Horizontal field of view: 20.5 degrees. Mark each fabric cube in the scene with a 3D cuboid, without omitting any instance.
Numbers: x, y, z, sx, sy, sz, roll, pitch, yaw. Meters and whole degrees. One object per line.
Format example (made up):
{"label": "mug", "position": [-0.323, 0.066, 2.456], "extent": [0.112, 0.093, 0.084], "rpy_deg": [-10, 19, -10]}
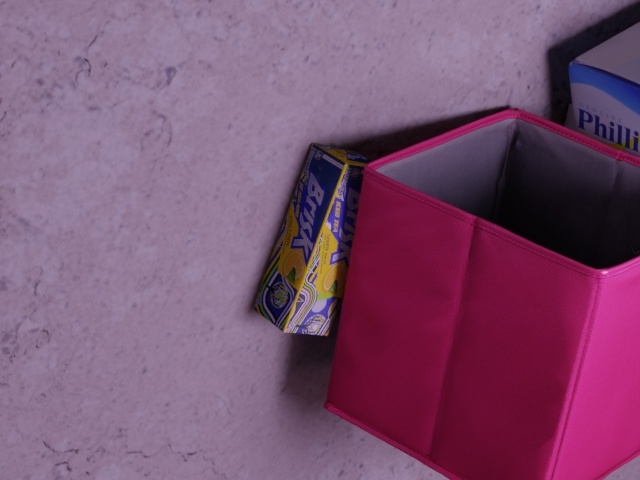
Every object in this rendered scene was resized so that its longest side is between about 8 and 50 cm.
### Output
{"label": "fabric cube", "position": [0.190, 0.061, 1.632], "extent": [0.254, 0.259, 0.258], "rpy_deg": [-22, 129, -48]}

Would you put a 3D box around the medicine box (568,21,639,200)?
{"label": "medicine box", "position": [0.405, -0.088, 1.782], "extent": [0.263, 0.149, 0.289], "rpy_deg": [-29, 125, -26]}

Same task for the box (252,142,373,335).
{"label": "box", "position": [0.000, 0.000, 1.620], "extent": [0.059, 0.054, 0.169], "rpy_deg": [8, 108, -42]}

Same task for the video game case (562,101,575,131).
{"label": "video game case", "position": [0.330, -0.046, 1.876], "extent": [0.232, 0.042, 0.210], "rpy_deg": [-4, 115, -38]}
